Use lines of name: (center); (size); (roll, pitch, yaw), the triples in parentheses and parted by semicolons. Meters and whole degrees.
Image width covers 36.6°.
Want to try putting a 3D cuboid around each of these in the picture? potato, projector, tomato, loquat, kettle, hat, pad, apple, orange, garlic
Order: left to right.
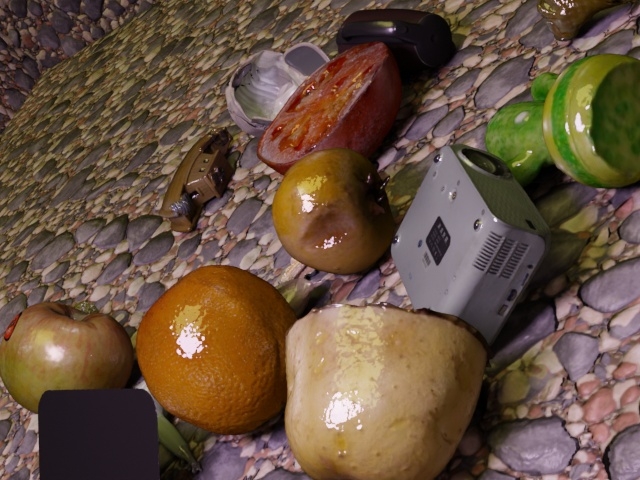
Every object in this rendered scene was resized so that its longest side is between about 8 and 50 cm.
apple: (-0.470, 0.220, 1.790); (0.261, 0.261, 0.194); (23, 102, 58)
pad: (-0.342, 0.327, 1.562); (0.375, 0.063, 0.315); (-9, 83, 46)
orange: (-0.146, 0.167, 1.468); (0.264, 0.264, 0.264); (-30, 31, 20)
garlic: (-0.060, 0.113, 1.633); (0.084, 0.066, 0.152); (35, 80, 32)
hat: (-0.074, -0.311, 2.138); (0.275, 0.161, 0.232); (10, 65, 26)
loquat: (0.023, -0.045, 1.583); (0.213, 0.213, 0.213); (-30, 31, 20)
tomato: (0.037, -0.227, 1.885); (0.338, 0.143, 0.338); (-34, 27, 20)
potato: (0.065, 0.210, 1.204); (0.285, 0.242, 0.242); (-1, 45, 23)
kettle: (0.144, -0.414, 1.968); (0.232, 0.202, 0.144); (9, 86, 52)
projector: (0.198, 0.002, 1.335); (0.250, 0.108, 0.198); (-104, 36, -58)

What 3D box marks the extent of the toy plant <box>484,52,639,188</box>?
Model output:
toy plant: (0.346, -0.166, 1.426); (0.316, 0.184, 0.224); (-3, 56, 61)

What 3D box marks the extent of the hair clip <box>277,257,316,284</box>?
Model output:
hair clip: (0.004, 0.003, 1.714); (0.062, 0.056, 0.214); (31, 82, 43)

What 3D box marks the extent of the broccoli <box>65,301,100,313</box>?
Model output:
broccoli: (-0.496, 0.187, 1.998); (0.131, 0.130, 0.120); (-67, -16, 7)

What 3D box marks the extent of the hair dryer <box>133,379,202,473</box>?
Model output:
hair dryer: (-0.275, 0.351, 1.578); (0.237, 0.075, 0.206); (15, 68, 47)

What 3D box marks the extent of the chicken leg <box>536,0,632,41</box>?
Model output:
chicken leg: (0.532, -0.437, 1.590); (0.429, 0.201, 0.153); (-18, 7, 44)

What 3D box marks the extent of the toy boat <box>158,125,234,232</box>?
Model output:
toy boat: (-0.265, -0.148, 2.194); (0.121, 0.089, 0.321); (-13, 38, 31)
